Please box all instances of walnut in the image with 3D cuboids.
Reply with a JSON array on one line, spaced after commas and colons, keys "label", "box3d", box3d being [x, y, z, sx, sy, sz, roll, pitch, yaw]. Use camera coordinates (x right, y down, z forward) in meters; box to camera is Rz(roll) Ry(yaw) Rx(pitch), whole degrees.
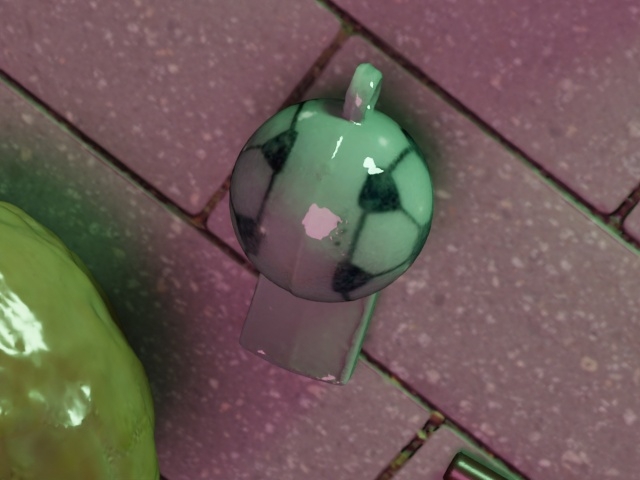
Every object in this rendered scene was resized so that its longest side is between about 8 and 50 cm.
[{"label": "walnut", "box3d": [-0.295, 0.134, 1.465, 0.381, 0.381, 0.381, 7, 116, 14]}]

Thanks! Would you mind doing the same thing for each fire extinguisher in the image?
[{"label": "fire extinguisher", "box3d": [0.176, 0.230, 1.529, 0.173, 0.035, 0.049, 30, 115, 5]}]

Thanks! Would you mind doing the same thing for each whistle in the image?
[{"label": "whistle", "box3d": [0.000, 0.000, 1.406, 0.163, 0.163, 0.289, 20, 118, 7]}]
